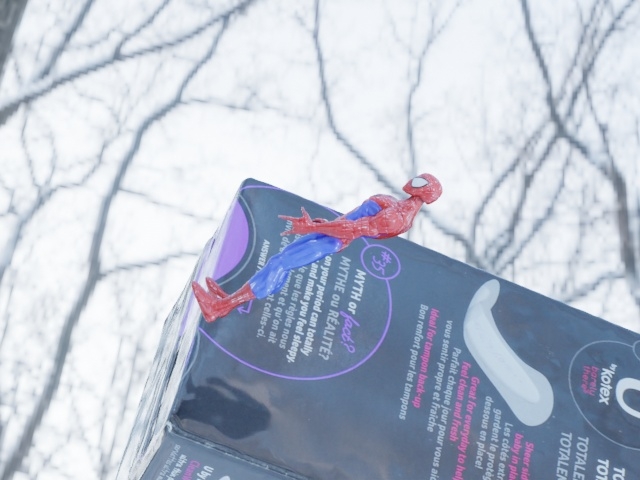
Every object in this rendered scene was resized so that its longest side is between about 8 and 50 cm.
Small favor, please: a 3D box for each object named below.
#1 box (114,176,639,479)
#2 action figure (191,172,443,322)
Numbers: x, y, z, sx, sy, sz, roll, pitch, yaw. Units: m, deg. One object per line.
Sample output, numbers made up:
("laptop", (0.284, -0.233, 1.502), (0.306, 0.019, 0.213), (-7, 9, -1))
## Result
("box", (0.045, 0.111, 0.901), (0.270, 0.165, 0.143), (22, -40, -8))
("action figure", (0.000, 0.000, 0.758), (0.115, 0.030, 0.038), (-23, -7, 12))
